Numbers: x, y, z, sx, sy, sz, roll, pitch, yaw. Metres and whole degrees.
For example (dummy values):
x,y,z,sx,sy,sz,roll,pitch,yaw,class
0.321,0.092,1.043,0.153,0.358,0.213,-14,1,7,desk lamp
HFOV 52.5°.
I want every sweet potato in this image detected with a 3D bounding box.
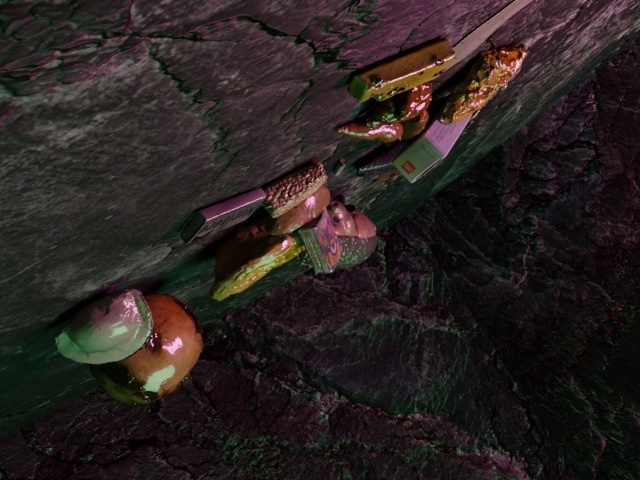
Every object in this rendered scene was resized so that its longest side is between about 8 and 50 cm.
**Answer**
x,y,z,sx,sy,sz,roll,pitch,yaw,class
0.121,-0.252,1.430,0.226,0.068,0.068,-4,155,-46,sweet potato
0.209,-0.281,1.581,0.077,0.077,0.243,-31,179,-10,sweet potato

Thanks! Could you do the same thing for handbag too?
x,y,z,sx,sy,sz,roll,pitch,yaw,class
0.193,-0.225,1.899,0.175,0.089,0.270,-25,175,11,handbag

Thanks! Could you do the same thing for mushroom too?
x,y,z,sx,sy,sz,roll,pitch,yaw,class
-0.053,-0.091,1.671,0.209,0.094,0.072,-31,-148,-28,mushroom

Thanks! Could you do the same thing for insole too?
x,y,z,sx,sy,sz,roll,pitch,yaw,class
0.358,-0.442,1.323,0.348,0.009,0.119,-35,172,25,insole

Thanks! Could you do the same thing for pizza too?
x,y,z,sx,sy,sz,roll,pitch,yaw,class
0.403,-0.390,1.565,0.292,0.058,0.197,-41,162,-6,pizza

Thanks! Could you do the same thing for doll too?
x,y,z,sx,sy,sz,roll,pitch,yaw,class
0.040,-0.024,2.081,0.247,0.247,0.349,-36,166,30,doll

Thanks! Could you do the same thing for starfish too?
x,y,z,sx,sy,sz,roll,pitch,yaw,class
0.497,-0.430,1.877,0.216,0.050,0.223,-38,-175,-2,starfish

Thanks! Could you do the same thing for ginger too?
x,y,z,sx,sy,sz,roll,pitch,yaw,class
0.168,-0.282,1.351,0.162,0.073,0.103,-30,172,-8,ginger

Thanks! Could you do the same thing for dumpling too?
x,y,z,sx,sy,sz,roll,pitch,yaw,class
-0.502,0.215,1.542,0.247,0.173,0.142,-29,-158,8,dumpling

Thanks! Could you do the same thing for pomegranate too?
x,y,z,sx,sy,sz,roll,pitch,yaw,class
-0.467,0.285,1.746,0.322,0.322,0.322,-31,173,-4,pomegranate

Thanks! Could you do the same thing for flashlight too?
x,y,z,sx,sy,sz,roll,pitch,yaw,class
0.051,-0.193,1.695,0.018,0.018,0.083,-30,173,-17,flashlight

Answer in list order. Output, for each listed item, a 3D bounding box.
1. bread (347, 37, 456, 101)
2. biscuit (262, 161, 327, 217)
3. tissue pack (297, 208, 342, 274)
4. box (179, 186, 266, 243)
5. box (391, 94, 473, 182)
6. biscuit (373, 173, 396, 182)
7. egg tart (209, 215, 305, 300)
x,y,z,sx,sy,sz,roll,pitch,yaw,class
0.144,-0.303,1.190,0.226,0.049,0.088,-28,172,-26,bread
-0.061,-0.120,1.502,0.168,0.070,0.082,-32,180,-13,biscuit
0.000,0.000,1.725,0.060,0.148,0.109,-9,-148,24,tissue pack
-0.213,-0.056,1.420,0.177,0.036,0.115,-26,171,-43,box
0.292,-0.268,1.671,0.135,0.079,0.269,-39,-171,42,box
0.301,-0.275,2.133,0.301,0.043,0.278,-35,173,21,biscuit
-0.176,0.032,1.804,0.345,0.133,0.345,-32,173,-4,egg tart
